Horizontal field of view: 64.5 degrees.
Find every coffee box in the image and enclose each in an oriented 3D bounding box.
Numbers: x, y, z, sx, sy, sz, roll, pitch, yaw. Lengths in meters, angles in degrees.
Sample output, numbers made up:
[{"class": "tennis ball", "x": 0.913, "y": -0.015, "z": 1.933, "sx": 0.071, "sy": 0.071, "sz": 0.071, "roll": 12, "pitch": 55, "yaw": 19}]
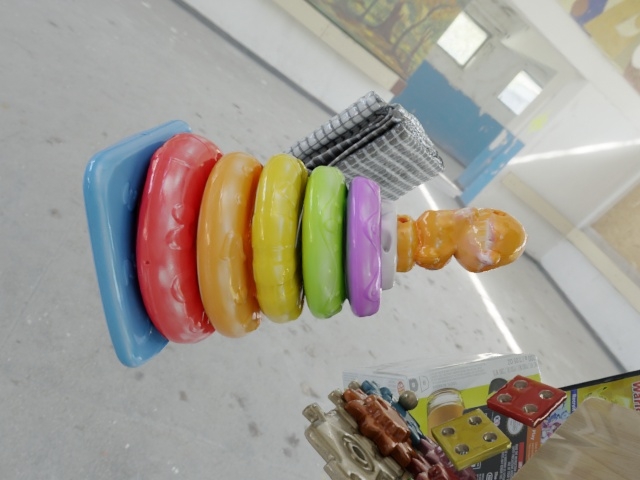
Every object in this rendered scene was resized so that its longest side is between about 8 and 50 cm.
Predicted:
[{"class": "coffee box", "x": 0.280, "y": 0.445, "z": 1.155, "sx": 0.337, "sy": 0.338, "sz": 0.335, "roll": -4, "pitch": 80, "yaw": -21}]

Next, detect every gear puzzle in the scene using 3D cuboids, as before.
[{"class": "gear puzzle", "x": 0.069, "y": 0.183, "z": 0.409, "sx": 0.175, "sy": 0.044, "sz": 0.339, "roll": 44, "pitch": 5, "yaw": 18}]

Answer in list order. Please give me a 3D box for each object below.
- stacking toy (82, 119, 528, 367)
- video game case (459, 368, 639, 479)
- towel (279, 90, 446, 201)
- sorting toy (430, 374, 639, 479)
[{"class": "stacking toy", "x": 0.000, "y": 0.000, "z": 0.386, "sx": 0.301, "sy": 0.166, "sz": 0.175, "roll": 1, "pitch": 23, "yaw": 6}, {"class": "video game case", "x": 0.228, "y": 0.274, "z": 0.501, "sx": 0.035, "sy": 0.248, "sz": 0.275, "roll": 39, "pitch": 46, "yaw": -15}, {"class": "towel", "x": 0.085, "y": -0.133, "z": 0.929, "sx": 0.283, "sy": 0.235, "sz": 0.121, "roll": 10, "pitch": 54, "yaw": -62}, {"class": "sorting toy", "x": 0.202, "y": 0.173, "z": 0.331, "sx": 0.132, "sy": 0.046, "sz": 0.274, "roll": -26, "pitch": 20, "yaw": -31}]
